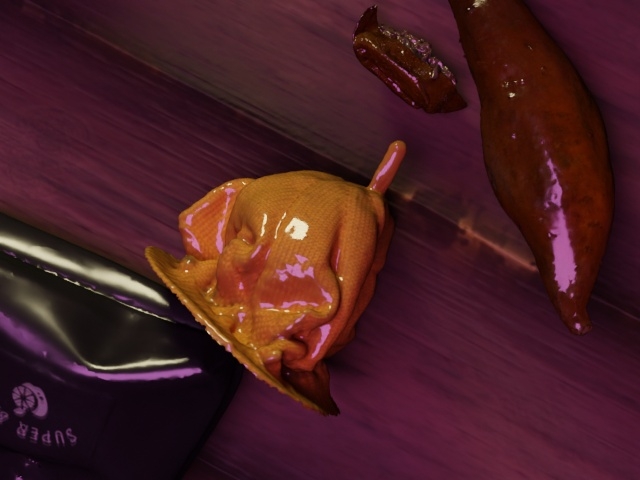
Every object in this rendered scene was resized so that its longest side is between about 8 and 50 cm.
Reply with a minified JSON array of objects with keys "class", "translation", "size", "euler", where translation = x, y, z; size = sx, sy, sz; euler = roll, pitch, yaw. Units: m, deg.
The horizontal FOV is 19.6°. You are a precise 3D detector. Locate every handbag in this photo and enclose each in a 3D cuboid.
[{"class":"handbag","translation":[-0.266,0.153,1.800],"size":[0.342,0.152,0.288],"euler":[24,117,10]}]

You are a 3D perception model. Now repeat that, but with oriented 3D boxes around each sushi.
[{"class":"sushi","translation":[0.081,-0.159,1.689],"size":[0.120,0.055,0.052],"euler":[39,152,12]}]

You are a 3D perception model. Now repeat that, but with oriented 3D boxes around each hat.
[{"class":"hat","translation":[0.000,0.000,1.676],"size":[0.233,0.244,0.233],"euler":[40,94,-3]}]

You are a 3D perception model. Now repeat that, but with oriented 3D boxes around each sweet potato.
[{"class":"sweet potato","translation":[0.197,-0.091,1.643],"size":[0.112,0.112,0.359],"euler":[-15,79,17]}]
